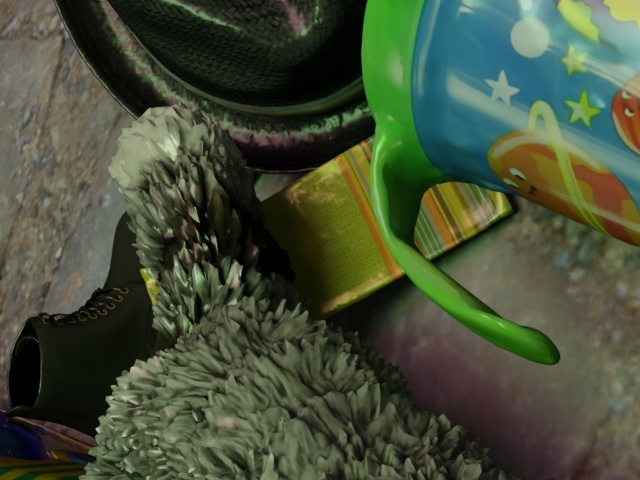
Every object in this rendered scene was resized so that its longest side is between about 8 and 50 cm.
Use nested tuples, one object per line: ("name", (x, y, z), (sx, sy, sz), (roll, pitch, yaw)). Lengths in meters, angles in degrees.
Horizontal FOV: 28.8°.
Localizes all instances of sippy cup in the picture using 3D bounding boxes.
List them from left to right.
("sippy cup", (0.178, -0.092, 0.607), (0.224, 0.240, 0.305), (35, 123, 33))

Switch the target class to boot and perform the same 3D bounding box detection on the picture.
("boot", (-0.161, 0.048, 0.904), (0.077, 0.137, 0.198), (-26, 58, 33))

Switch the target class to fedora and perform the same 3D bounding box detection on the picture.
("fedora", (-0.060, -0.202, 0.800), (0.334, 0.152, 0.334), (1, 94, 15))

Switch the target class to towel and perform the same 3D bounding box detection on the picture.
("towel", (0.000, 0.000, 0.799), (0.237, 0.021, 0.102), (-30, 57, 6))

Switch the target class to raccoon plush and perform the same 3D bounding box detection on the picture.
("raccoon plush", (-0.014, 0.071, 0.583), (0.446, 0.216, 0.299), (64, 147, 17))

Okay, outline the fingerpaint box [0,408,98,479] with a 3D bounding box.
("fingerpaint box", (-0.334, 0.174, 0.851), (0.445, 0.371, 0.163), (9, 80, 44))
